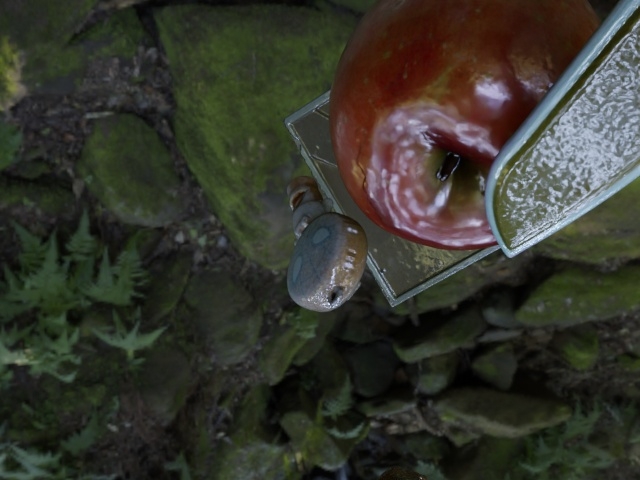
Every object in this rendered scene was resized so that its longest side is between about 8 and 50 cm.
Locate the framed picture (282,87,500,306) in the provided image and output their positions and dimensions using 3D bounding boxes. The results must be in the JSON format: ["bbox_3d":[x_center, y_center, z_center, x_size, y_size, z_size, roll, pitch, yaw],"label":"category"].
[{"bbox_3d":[0.109,-0.086,0.956,0.211,0.289,0.020,-31,-178,12],"label":"framed picture"}]

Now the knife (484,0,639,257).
[{"bbox_3d":[0.144,-0.080,0.280,0.061,0.027,0.343,31,146,1],"label":"knife"}]

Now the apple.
[{"bbox_3d":[0.094,-0.089,0.475,0.181,0.168,0.181,6,130,7],"label":"apple"}]

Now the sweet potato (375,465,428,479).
[{"bbox_3d":[0.066,0.242,0.670,0.060,0.068,0.206,-8,167,20],"label":"sweet potato"}]

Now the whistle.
[{"bbox_3d":[0.000,0.000,0.813,0.057,0.220,0.107,22,117,-27],"label":"whistle"}]
